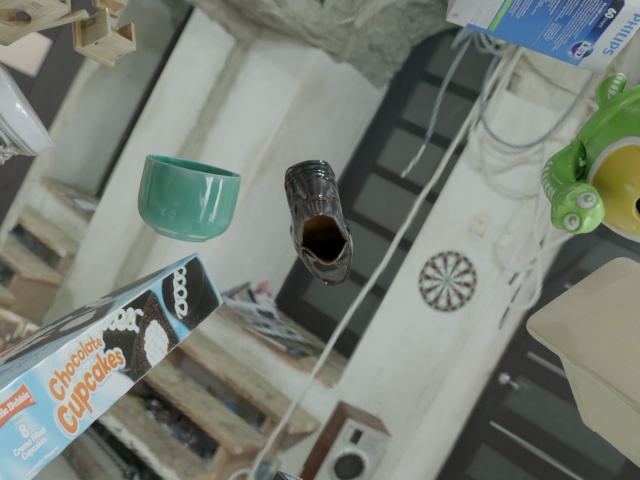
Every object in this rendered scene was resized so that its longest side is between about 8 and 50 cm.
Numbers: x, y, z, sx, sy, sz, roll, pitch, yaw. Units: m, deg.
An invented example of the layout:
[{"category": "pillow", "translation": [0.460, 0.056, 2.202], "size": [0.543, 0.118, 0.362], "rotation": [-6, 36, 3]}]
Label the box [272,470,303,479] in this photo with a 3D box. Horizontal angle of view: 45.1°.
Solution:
[{"category": "box", "translation": [-0.040, 0.580, 1.266], "size": [0.079, 0.257, 0.322], "rotation": [35, -3, -38]}]

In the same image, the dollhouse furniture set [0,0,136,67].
[{"category": "dollhouse furniture set", "translation": [-0.290, -0.290, 0.815], "size": [0.101, 0.182, 0.161], "rotation": [-17, -19, 26]}]

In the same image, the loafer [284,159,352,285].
[{"category": "loafer", "translation": [0.000, 0.000, 0.743], "size": [0.170, 0.062, 0.061], "rotation": [69, 9, -52]}]

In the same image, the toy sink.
[{"category": "toy sink", "translation": [0.361, 0.144, 0.827], "size": [0.131, 0.152, 0.234], "rotation": [63, -11, -29]}]

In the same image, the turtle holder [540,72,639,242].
[{"category": "turtle holder", "translation": [0.492, -0.111, 1.134], "size": [0.320, 0.243, 0.227], "rotation": [9, 36, -33]}]

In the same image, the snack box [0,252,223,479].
[{"category": "snack box", "translation": [-0.220, 0.111, 0.596], "size": [0.060, 0.187, 0.322], "rotation": [63, 20, -7]}]

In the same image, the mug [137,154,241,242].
[{"category": "mug", "translation": [-0.170, -0.053, 1.043], "size": [0.129, 0.097, 0.157], "rotation": [20, 11, 39]}]

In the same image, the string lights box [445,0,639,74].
[{"category": "string lights box", "translation": [0.332, -0.351, 1.132], "size": [0.259, 0.077, 0.133], "rotation": [17, -31, -6]}]

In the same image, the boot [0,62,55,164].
[{"category": "boot", "translation": [-0.349, -0.103, 0.788], "size": [0.095, 0.123, 0.258], "rotation": [60, -14, -9]}]
